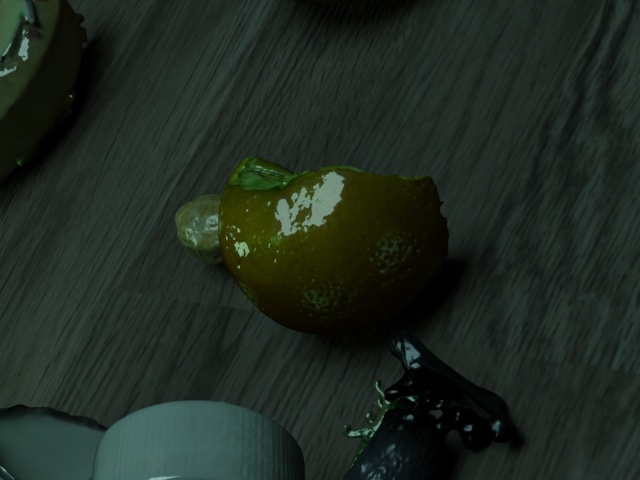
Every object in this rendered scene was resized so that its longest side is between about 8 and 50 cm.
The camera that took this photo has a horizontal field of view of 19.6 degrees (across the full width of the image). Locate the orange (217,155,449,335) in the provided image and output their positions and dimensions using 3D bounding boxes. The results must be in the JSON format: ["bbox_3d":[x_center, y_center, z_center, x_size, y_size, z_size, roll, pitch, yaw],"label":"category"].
[{"bbox_3d":[-0.001,0.005,1.771,0.237,0.179,0.158,8,63,42],"label":"orange"}]

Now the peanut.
[{"bbox_3d":[-0.090,-0.010,1.956,0.174,0.080,0.080,1,58,45],"label":"peanut"}]

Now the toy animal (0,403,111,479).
[{"bbox_3d":[-0.309,0.285,1.759,0.174,0.249,0.289,30,93,8],"label":"toy animal"}]

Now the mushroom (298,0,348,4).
[{"bbox_3d":[0.031,-0.417,2.120,0.345,0.239,0.345,-30,19,12],"label":"mushroom"}]

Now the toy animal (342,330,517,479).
[{"bbox_3d":[0.059,0.195,1.621,0.210,0.121,0.117,-54,18,1],"label":"toy animal"}]

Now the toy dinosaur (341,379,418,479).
[{"bbox_3d":[0.055,0.177,1.694,0.060,0.029,0.119,27,79,35],"label":"toy dinosaur"}]

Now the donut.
[{"bbox_3d":[-0.466,-0.182,2.416,0.371,0.150,0.307,-15,48,35],"label":"donut"}]

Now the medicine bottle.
[{"bbox_3d":[-0.109,0.336,1.551,0.211,0.211,0.371,-25,43,26],"label":"medicine bottle"}]
